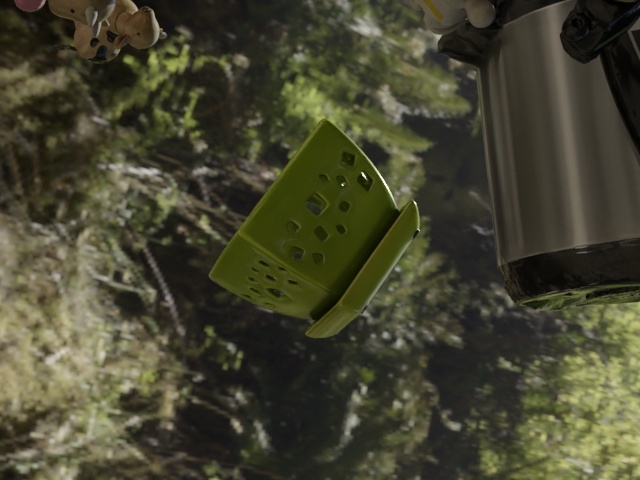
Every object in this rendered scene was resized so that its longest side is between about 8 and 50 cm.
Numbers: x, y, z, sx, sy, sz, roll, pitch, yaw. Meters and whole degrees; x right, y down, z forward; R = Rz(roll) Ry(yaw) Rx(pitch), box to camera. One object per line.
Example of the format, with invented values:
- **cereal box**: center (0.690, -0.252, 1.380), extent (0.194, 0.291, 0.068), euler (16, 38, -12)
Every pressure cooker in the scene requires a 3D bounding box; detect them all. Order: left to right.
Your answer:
- **pressure cooker**: center (0.340, -0.150, 1.274), extent (0.375, 0.370, 0.420), euler (-10, -100, 35)

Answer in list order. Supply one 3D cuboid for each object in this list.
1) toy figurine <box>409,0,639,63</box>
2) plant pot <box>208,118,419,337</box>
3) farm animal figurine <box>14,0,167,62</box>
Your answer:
- **toy figurine**: center (0.172, -0.262, 0.965), extent (0.148, 0.210, 0.213), euler (103, -2, -73)
- **plant pot**: center (0.000, 0.000, 1.750), extent (0.227, 0.207, 0.228), euler (-54, -179, -23)
- **farm animal figurine**: center (-0.255, -0.330, 1.528), extent (0.327, 0.330, 0.172), euler (-20, -107, 11)
